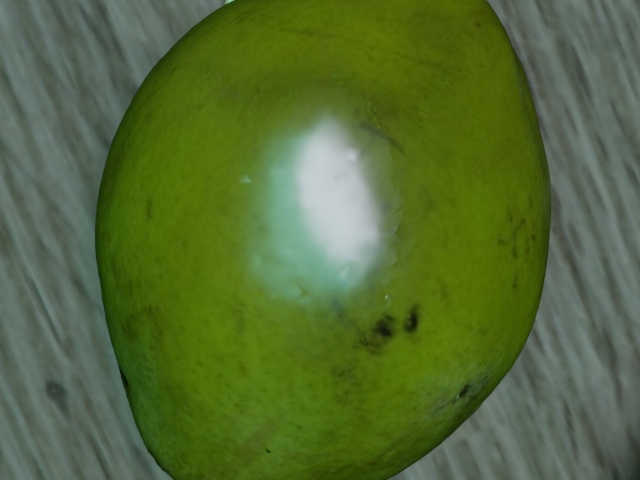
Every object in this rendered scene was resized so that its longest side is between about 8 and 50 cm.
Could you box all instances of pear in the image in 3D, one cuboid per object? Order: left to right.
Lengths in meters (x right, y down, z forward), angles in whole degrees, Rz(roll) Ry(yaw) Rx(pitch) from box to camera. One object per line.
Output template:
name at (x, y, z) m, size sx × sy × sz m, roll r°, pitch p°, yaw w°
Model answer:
pear at (0.000, 0.000, 0.593) m, size 0.212 × 0.212 × 0.269 m, roll 22°, pitch 96°, yaw 1°

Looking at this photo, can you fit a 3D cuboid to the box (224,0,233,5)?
box at (-0.006, -0.152, 0.673) m, size 0.073 × 0.020 × 0.149 m, roll 18°, pitch 95°, yaw 1°
